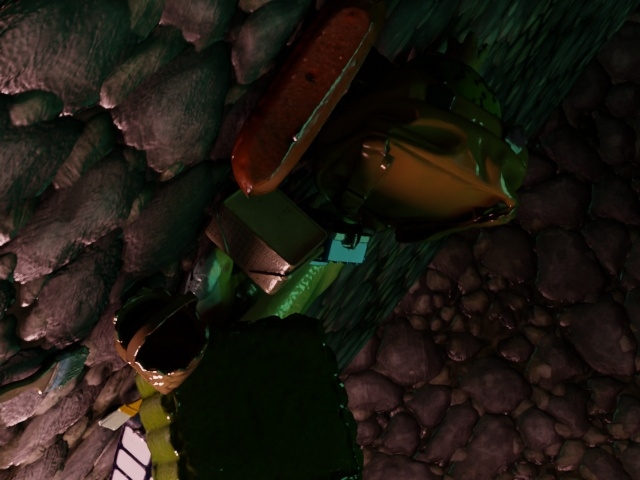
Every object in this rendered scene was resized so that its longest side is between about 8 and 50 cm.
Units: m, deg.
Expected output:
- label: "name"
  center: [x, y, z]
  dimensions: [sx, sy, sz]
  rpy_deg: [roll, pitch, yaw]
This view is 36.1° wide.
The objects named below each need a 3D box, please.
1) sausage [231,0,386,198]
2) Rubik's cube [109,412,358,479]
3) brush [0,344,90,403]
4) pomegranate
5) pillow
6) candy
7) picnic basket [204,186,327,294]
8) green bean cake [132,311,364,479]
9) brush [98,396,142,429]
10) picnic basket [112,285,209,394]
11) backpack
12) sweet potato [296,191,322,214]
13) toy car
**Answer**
- label: "sausage"
  center: [-0.022, -0.204, 1.354]
  dimensions: [0.330, 0.102, 0.102]
  rpy_deg: [-56, 166, 11]
- label: "Rubik's cube"
  center: [-0.180, 0.439, 1.949]
  dimensions: [0.344, 0.337, 0.344]
  rpy_deg: [-39, 161, -40]
- label: "brush"
  center: [-0.383, 0.188, 1.314]
  dimensions: [0.070, 0.021, 0.196]
  rpy_deg: [-60, 164, 22]
- label: "pomegranate"
  center: [0.217, -0.268, 1.835]
  dimensions: [0.231, 0.230, 0.286]
  rpy_deg: [93, -5, -67]
- label: "pillow"
  center: [-0.145, 0.050, 1.647]
  dimensions: [0.233, 0.086, 0.214]
  rpy_deg: [-40, 151, -33]
- label: "candy"
  center: [-0.062, 0.075, 1.871]
  dimensions: [0.343, 0.132, 0.142]
  rpy_deg: [-49, 148, -21]
- label: "picnic basket"
  center: [-0.083, -0.010, 1.505]
  dimensions: [0.115, 0.164, 0.079]
  rpy_deg: [-39, 170, -46]
- label: "green bean cake"
  center: [-0.128, 0.302, 1.603]
  dimensions: [0.335, 0.319, 0.218]
  rpy_deg: [-9, 166, -21]
- label: "brush"
  center: [-0.294, 0.263, 1.723]
  dimensions: [0.205, 0.011, 0.083]
  rpy_deg: [-38, 163, -7]
- label: "picnic basket"
  center: [-0.231, 0.129, 1.414]
  dimensions: [0.128, 0.137, 0.178]
  rpy_deg: [-46, 171, -23]
- label: "backpack"
  center: [0.147, -0.135, 1.631]
  dimensions: [0.378, 0.353, 0.201]
  rpy_deg: [-19, -135, 55]
- label: "sweet potato"
  center: [-0.060, -0.009, 1.805]
  dimensions: [0.065, 0.051, 0.218]
  rpy_deg: [8, -120, 56]
- label: "toy car"
  center: [0.000, 0.000, 1.702]
  dimensions: [0.097, 0.191, 0.100]
  rpy_deg: [6, 105, -36]
